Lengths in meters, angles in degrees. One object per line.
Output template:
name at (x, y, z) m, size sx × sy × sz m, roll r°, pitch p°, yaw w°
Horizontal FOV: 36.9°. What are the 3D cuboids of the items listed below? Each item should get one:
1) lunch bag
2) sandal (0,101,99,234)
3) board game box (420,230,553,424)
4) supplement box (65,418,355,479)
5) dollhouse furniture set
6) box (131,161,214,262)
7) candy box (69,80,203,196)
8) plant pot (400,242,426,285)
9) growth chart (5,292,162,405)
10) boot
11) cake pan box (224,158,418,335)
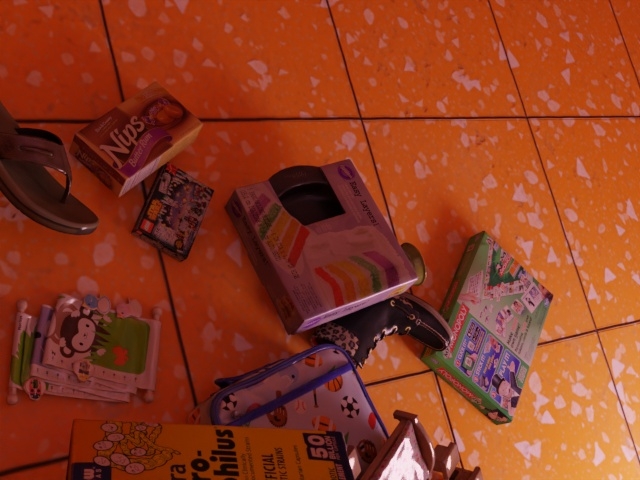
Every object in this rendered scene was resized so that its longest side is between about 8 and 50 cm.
lunch bag at (-0.049, 0.297, 1.470) m, size 0.303 × 0.115 × 0.243 m, roll -19°, pitch 82°, yaw -42°
sandal at (-0.418, -0.131, 1.354) m, size 0.303 × 0.086 × 0.120 m, roll 53°, pitch 16°, yaw -6°
board game box at (0.328, 0.164, 1.852) m, size 0.213 × 0.046 × 0.317 m, roll 41°, pitch 52°, yaw -16°
supplement box at (-0.142, 0.363, 1.201) m, size 0.356 × 0.195 × 0.194 m, roll 5°, pitch 28°, yaw -15°
dollhouse furniture set at (0.188, 0.377, 1.470) m, size 0.303 × 0.174 × 0.355 m, roll -48°, pitch 134°, yaw -40°
box at (-0.233, -0.046, 1.525) m, size 0.094 × 0.027 × 0.137 m, roll 31°, pitch 55°, yaw -22°
candy box at (-0.286, -0.161, 1.502) m, size 0.109 × 0.053 × 0.186 m, roll 43°, pitch 49°, yaw 4°
plant pot at (0.135, 0.054, 1.737) m, size 0.079 × 0.083 × 0.083 m, roll -18°, pitch 83°, yaw -28°
growth chart at (-0.332, 0.154, 1.373) m, size 0.237 × 0.021 × 0.172 m, roll 9°, pitch 66°, yaw -35°
boot at (0.105, 0.164, 1.655) m, size 0.236 × 0.085 × 0.178 m, roll 36°, pitch 55°, yaw -8°
cake pan box at (0.000, 0.000, 1.608) m, size 0.245 × 0.070 × 0.267 m, roll -15°, pitch 68°, yaw -33°
